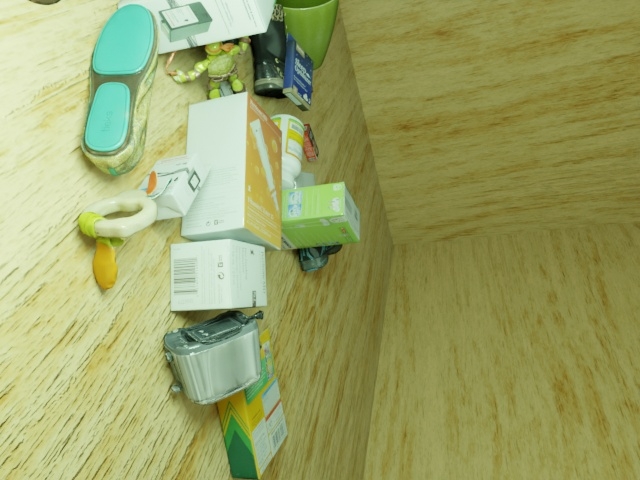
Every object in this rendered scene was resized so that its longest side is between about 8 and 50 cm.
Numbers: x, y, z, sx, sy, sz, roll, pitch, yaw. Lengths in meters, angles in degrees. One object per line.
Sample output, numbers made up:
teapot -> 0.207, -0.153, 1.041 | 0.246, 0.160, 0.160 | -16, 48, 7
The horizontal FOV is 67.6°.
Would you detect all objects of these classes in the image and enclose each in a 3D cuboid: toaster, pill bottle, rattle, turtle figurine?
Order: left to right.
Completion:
rattle -> -0.337, -0.027, 0.879 | 0.199, 0.130, 0.142 | -75, 151, -62
toaster -> -0.218, 0.249, 1.036 | 0.227, 0.129, 0.146 | -17, 109, -36
turtle figurine -> -0.236, -0.431, 1.181 | 0.087, 0.270, 0.217 | 48, -12, 14
pill bottle -> -0.127, -0.277, 1.565 | 0.136, 0.137, 0.245 | 55, 34, -56

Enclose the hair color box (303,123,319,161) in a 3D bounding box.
hair color box -> -0.049, -0.408, 1.999 | 0.072, 0.043, 0.141 | -80, 157, -43

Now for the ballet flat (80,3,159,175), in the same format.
ballet flat -> -0.368, -0.279, 0.899 | 0.123, 0.123, 0.348 | 47, 40, -61

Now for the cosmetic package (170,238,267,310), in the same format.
cosmetic package -> -0.230, 0.084, 1.103 | 0.184, 0.152, 0.151 | 17, 69, -71

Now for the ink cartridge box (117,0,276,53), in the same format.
ink cartridge box -> -0.251, -0.526, 1.027 | 0.121, 0.289, 0.211 | 67, 24, -49

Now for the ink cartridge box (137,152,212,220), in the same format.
ink cartridge box -> -0.310, -0.124, 1.008 | 0.180, 0.104, 0.060 | -78, 154, -45

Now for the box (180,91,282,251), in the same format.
box -> -0.213, -0.156, 1.209 | 0.215, 0.168, 0.345 | 37, 49, -66

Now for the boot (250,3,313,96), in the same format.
boot -> -0.142, -0.647, 1.664 | 0.377, 0.138, 0.284 | -34, 116, -64

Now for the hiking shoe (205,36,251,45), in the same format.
hiking shoe -> -0.261, -0.590, 1.304 | 0.132, 0.113, 0.304 | 51, 18, -19

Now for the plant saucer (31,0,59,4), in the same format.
plant saucer -> -0.466, -0.486, 0.760 | 0.199, 0.036, 0.198 | -6, 90, -73

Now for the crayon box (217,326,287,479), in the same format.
crayon box -> -0.182, 0.416, 1.252 | 0.203, 0.083, 0.322 | -33, 116, -70

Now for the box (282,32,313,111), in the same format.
box -> -0.072, -0.566, 1.601 | 0.136, 0.037, 0.225 | 25, 64, -60

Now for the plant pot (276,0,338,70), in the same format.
plant pot -> -0.062, -0.805, 1.808 | 0.293, 0.275, 0.274 | 87, 8, -54

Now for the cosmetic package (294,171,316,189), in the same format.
cosmetic package -> -0.087, -0.190, 1.749 | 0.231, 0.086, 0.117 | -12, 96, -74

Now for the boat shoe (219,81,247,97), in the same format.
boat shoe -> -0.242, -0.419, 1.359 | 0.083, 0.076, 0.226 | -74, 152, -50

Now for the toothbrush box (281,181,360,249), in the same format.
toothbrush box -> -0.031, -0.072, 1.552 | 0.206, 0.283, 0.122 | 52, 35, -58

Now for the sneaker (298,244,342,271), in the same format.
sneaker -> 0.000, 0.000, 1.886 | 0.341, 0.125, 0.139 | -53, 129, -68
